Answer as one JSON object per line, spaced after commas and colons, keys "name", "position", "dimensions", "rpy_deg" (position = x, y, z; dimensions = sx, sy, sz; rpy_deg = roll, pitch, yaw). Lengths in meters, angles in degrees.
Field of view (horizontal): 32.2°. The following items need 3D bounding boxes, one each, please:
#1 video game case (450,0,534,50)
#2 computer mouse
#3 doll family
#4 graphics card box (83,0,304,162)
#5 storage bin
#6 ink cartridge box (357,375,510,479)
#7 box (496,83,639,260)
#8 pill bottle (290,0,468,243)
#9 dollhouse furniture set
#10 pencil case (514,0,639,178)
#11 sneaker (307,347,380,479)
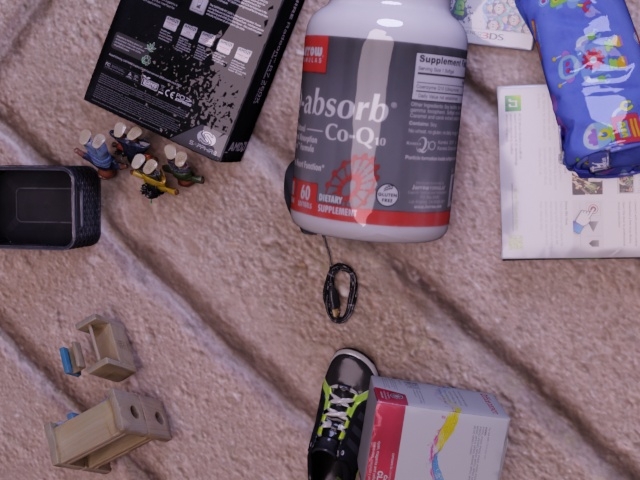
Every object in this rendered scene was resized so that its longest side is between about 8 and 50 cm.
{"name": "video game case", "position": [0.223, -0.339, 1.473], "dimensions": [0.143, 0.019, 0.157], "rpy_deg": [10, 98, 15]}
{"name": "computer mouse", "position": [0.000, 0.000, 1.554], "dimensions": [0.071, 0.041, 0.242], "rpy_deg": [-16, 91, 15]}
{"name": "doll family", "position": [-0.263, -0.109, 1.593], "dimensions": [0.193, 0.111, 0.076], "rpy_deg": [30, 76, 13]}
{"name": "graphics card box", "position": [-0.156, -0.319, 1.544], "dimensions": [0.233, 0.094, 0.371], "rpy_deg": [24, 100, 12]}
{"name": "storage bin", "position": [-0.426, -0.050, 1.647], "dimensions": [0.180, 0.084, 0.122], "rpy_deg": [1, 95, 15]}
{"name": "ink cartridge box", "position": [0.147, 0.265, 1.467], "dimensions": [0.176, 0.128, 0.127], "rpy_deg": [8, 97, -2]}
{"name": "box", "position": [0.392, -0.091, 1.430], "dimensions": [0.322, 0.058, 0.232], "rpy_deg": [0, 94, 17]}
{"name": "pill bottle", "position": [0.078, -0.189, 1.422], "dimensions": [0.210, 0.210, 0.362], "rpy_deg": [7, 99, 15]}
{"name": "dollhouse furniture set", "position": [-0.324, 0.229, 1.637], "dimensions": [0.129, 0.129, 0.183], "rpy_deg": [-29, 62, 16]}
{"name": "pencil case", "position": [0.326, -0.216, 1.352], "dimensions": [0.133, 0.119, 0.306], "rpy_deg": [-17, 72, 13]}
{"name": "sneaker", "position": [0.030, 0.268, 1.538], "dimensions": [0.084, 0.097, 0.234], "rpy_deg": [9, 97, 14]}
